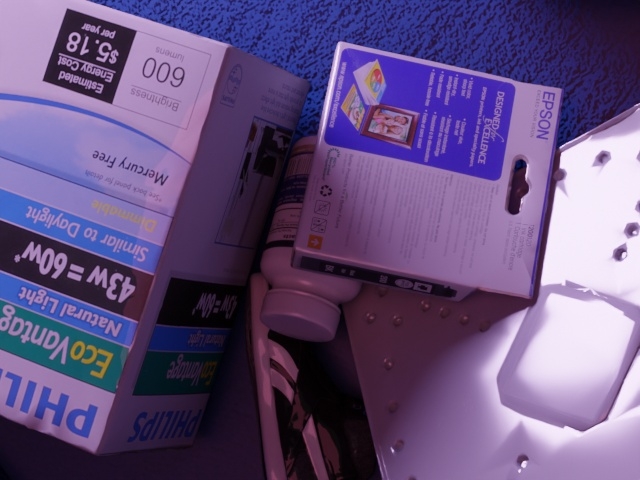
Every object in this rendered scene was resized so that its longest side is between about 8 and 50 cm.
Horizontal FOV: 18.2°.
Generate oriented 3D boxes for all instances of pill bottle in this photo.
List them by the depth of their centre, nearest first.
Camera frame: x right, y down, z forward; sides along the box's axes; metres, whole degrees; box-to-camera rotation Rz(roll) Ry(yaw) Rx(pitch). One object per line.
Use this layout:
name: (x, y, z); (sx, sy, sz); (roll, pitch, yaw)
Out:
pill bottle: (0.000, 0.000, 1.781); (0.094, 0.094, 0.169); (11, 71, 11)

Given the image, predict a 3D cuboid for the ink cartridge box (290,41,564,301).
ink cartridge box: (0.095, -0.055, 1.732); (0.208, 0.045, 0.206); (12, 68, 1)

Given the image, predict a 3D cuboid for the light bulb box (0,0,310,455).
light bulb box: (-0.248, -0.035, 1.775); (0.357, 0.225, 0.361); (18, 92, 19)

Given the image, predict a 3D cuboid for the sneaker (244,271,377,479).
sneaker: (-0.001, 0.132, 1.822); (0.121, 0.079, 0.217); (-5, 78, -8)

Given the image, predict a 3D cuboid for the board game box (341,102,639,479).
board game box: (0.218, 0.104, 1.654); (0.390, 0.050, 0.390); (-30, 51, 22)

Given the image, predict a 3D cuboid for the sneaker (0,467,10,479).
sneaker: (-0.351, 0.237, 1.883); (0.090, 0.081, 0.232); (-38, 75, 11)
